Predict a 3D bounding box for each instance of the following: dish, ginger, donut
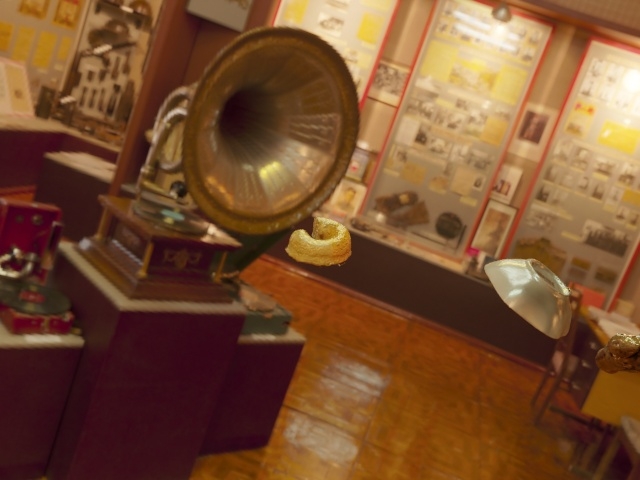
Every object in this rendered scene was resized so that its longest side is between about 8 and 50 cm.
[{"bbox_3d":[0.382,0.085,1.287,0.191,0.066,0.190,32,24,-16],"label":"dish"},{"bbox_3d":[0.537,0.163,1.072,0.166,0.080,0.333,25,-18,-37],"label":"ginger"},{"bbox_3d":[0.009,0.004,1.803,0.146,0.078,0.181,22,26,25],"label":"donut"}]
